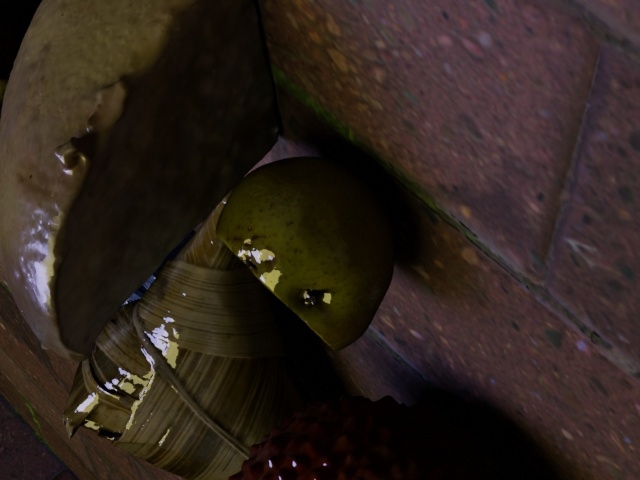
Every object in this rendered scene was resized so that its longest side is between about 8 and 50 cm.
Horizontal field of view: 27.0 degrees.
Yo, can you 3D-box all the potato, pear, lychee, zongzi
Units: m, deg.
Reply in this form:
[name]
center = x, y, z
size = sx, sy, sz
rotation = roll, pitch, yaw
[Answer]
[potato]
center = -0.175, -0.091, 0.927
size = 0.189, 0.264, 0.211
rotation = 29, 157, 25
[pear]
center = 0.000, 0.000, 0.930
size = 0.141, 0.104, 0.141
rotation = 46, -177, -3
[lychee]
center = 0.030, 0.256, 1.057
size = 0.264, 0.264, 0.300
rotation = 54, 140, -8
[zongzi]
center = -0.051, 0.107, 1.214
size = 0.286, 0.288, 0.134
rotation = 28, -153, -19

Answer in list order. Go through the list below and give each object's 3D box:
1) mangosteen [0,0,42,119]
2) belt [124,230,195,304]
[mangosteen]
center = -0.279, -0.099, 1.108
size = 0.231, 0.231, 0.289
rotation = 66, 176, -35
[belt]
center = -0.165, 0.044, 1.358
size = 0.190, 0.082, 0.141
rotation = 23, 140, 48
